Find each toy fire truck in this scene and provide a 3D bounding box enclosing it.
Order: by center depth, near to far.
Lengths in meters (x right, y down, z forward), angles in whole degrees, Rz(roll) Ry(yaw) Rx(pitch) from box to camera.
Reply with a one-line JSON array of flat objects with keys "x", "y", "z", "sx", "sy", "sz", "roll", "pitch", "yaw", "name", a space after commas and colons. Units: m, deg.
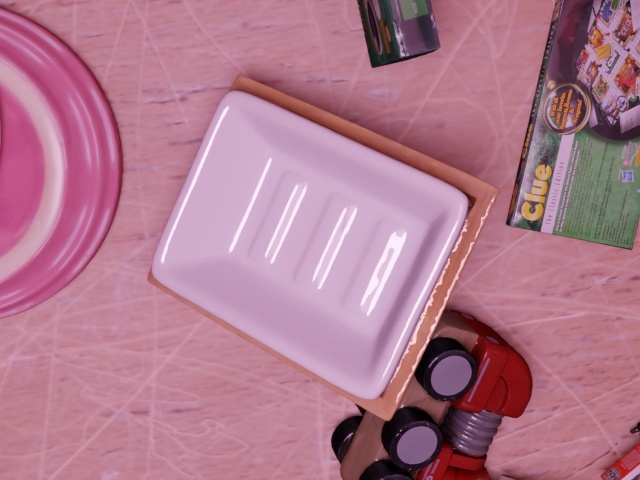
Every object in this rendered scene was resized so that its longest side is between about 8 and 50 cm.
[{"x": 0.170, "y": 0.206, "z": 0.993, "sx": 0.246, "sy": 0.158, "sz": 0.217, "roll": 18, "pitch": 103, "yaw": -23, "name": "toy fire truck"}]

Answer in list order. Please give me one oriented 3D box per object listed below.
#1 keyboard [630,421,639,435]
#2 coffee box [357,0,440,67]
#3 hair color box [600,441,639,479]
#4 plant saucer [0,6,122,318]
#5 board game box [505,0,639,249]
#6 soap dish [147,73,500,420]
[{"x": 0.440, "y": 0.249, "z": 1.052, "sx": 0.317, "sy": 0.033, "sz": 0.201, "roll": -27, "pitch": 98, "yaw": 1, "name": "keyboard"}, {"x": 0.066, "y": -0.223, "z": 0.893, "sx": 0.040, "sy": 0.184, "sz": 0.113, "roll": -14, "pitch": 97, "yaw": -3, "name": "coffee box"}, {"x": 0.378, "y": 0.236, "z": 1.011, "sx": 0.141, "sy": 0.043, "sz": 0.072, "roll": -43, "pitch": 94, "yaw": 6, "name": "hair color box"}, {"x": -0.370, "y": -0.075, "z": 0.951, "sx": 0.332, "sy": 0.084, "sz": 0.332, "roll": 0, "pitch": 98, "yaw": -2, "name": "plant saucer"}, {"x": 0.288, "y": -0.129, "z": 0.992, "sx": 0.136, "sy": 0.030, "sz": 0.259, "roll": 11, "pitch": 98, "yaw": -6, "name": "board game box"}, {"x": 0.000, "y": 0.000, "z": 0.910, "sx": 0.291, "sy": 0.118, "sz": 0.229, "roll": 27, "pitch": 97, "yaw": 23, "name": "soap dish"}]
